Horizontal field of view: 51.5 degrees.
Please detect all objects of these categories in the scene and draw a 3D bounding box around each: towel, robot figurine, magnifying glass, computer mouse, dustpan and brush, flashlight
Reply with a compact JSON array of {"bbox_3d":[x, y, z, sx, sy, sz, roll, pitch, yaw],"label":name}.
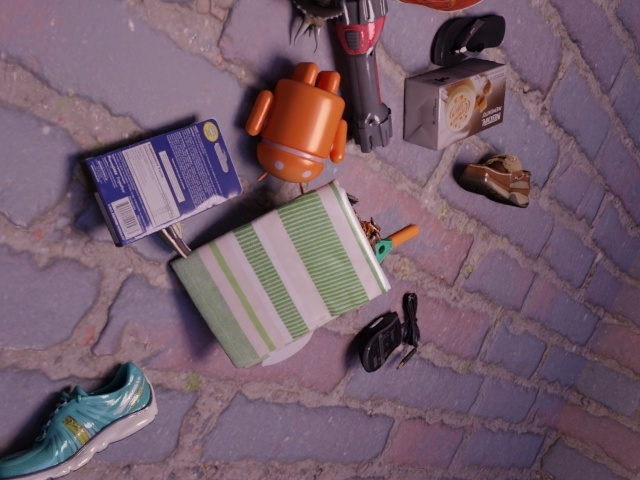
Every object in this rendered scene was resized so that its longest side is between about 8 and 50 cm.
[{"bbox_3d":[-0.062,0.064,1.183,0.324,0.038,0.248,-28,110,-3],"label":"towel"},{"bbox_3d":[-0.034,-0.195,1.152,0.158,0.128,0.220,6,105,-61],"label":"robot figurine"},{"bbox_3d":[0.144,0.016,1.525,0.231,0.026,0.092,-28,127,-36],"label":"magnifying glass"},{"bbox_3d":[0.165,0.258,1.646,0.262,0.060,0.184,-41,131,-41],"label":"computer mouse"},{"bbox_3d":[-0.042,0.176,1.394,0.211,0.060,0.147,-3,112,-39],"label":"dustpan and brush"},{"bbox_3d":[0.088,-0.324,1.249,0.103,0.103,0.304,-20,131,-7],"label":"flashlight"}]

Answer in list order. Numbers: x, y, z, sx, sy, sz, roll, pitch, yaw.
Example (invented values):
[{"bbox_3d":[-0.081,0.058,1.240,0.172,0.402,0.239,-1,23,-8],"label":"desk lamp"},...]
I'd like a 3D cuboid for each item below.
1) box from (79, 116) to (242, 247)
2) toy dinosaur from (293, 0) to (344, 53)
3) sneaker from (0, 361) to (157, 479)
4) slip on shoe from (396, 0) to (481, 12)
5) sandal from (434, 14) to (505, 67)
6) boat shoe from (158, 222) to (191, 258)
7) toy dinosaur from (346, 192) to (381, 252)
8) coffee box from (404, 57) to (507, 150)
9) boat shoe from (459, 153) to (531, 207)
[{"bbox_3d":[-0.237,-0.095,1.022,0.225,0.036,0.137,-27,103,-34],"label":"box"},{"bbox_3d":[-0.029,-0.455,1.037,0.313,0.121,0.160,43,63,-52],"label":"toy dinosaur"},{"bbox_3d":[-0.396,0.292,1.059,0.275,0.107,0.110,-29,109,-40],"label":"sneaker"},{"bbox_3d":[0.259,-0.519,1.323,0.331,0.101,0.123,-17,119,-42],"label":"slip on shoe"},{"bbox_3d":[0.343,-0.454,1.477,0.254,0.054,0.097,-31,129,-33],"label":"sandal"},{"bbox_3d":[-0.246,-0.025,1.078,0.043,0.049,0.137,-49,132,-21],"label":"boat shoe"},{"bbox_3d":[0.000,0.000,1.309,0.321,0.164,0.219,13,85,-29],"label":"toy dinosaur"},{"bbox_3d":[0.301,-0.307,1.472,0.246,0.098,0.141,-25,126,-36],"label":"coffee box"},{"bbox_3d":[0.457,-0.167,1.706,0.324,0.122,0.120,10,96,-57],"label":"boat shoe"}]
